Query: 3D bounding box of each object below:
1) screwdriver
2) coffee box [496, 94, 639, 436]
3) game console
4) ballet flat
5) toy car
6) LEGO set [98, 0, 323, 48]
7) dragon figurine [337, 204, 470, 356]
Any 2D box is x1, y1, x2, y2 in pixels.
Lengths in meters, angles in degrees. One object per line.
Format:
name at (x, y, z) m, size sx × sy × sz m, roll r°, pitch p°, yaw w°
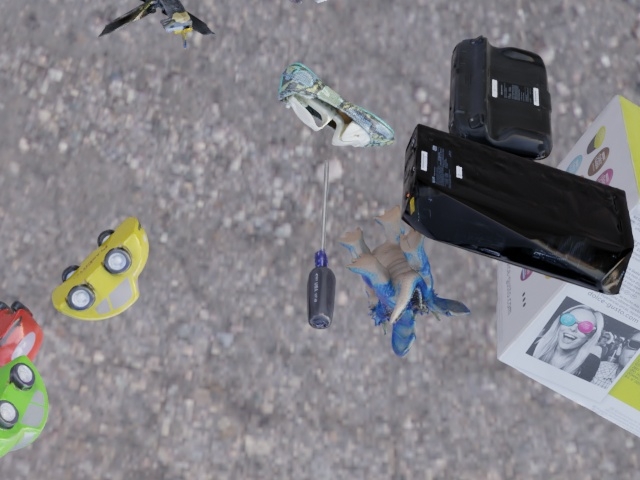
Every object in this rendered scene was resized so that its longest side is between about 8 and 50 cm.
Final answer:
screwdriver at (0.000, 0.000, 1.081) m, size 0.024 × 0.170 × 0.025 m, roll 28°, pitch 132°, yaw -30°
coffee box at (0.497, 0.050, 2.009) m, size 0.338 × 0.338 × 0.334 m, roll 29°, pitch 121°, yaw -12°
game console at (0.190, -0.094, 1.299) m, size 0.213 × 0.361 × 0.044 m, roll 18°, pitch 127°, yaw -6°
ballet flat at (0.017, -0.167, 1.825) m, size 0.188 × 0.070 × 0.070 m, roll 32°, pitch 122°, yaw -17°
toy car at (-0.236, 0.104, 1.088) m, size 0.239 × 0.225 × 0.053 m, roll -31°, pitch 116°, yaw 30°
LEGO set at (-0.070, -0.270, 0.968) m, size 0.331 × 0.255 × 0.192 m, roll -30°, pitch 145°, yaw -32°
dragon figurine at (0.090, 0.057, 1.319) m, size 0.085 × 0.289 × 0.144 m, roll -32°, pitch 108°, yaw -3°
